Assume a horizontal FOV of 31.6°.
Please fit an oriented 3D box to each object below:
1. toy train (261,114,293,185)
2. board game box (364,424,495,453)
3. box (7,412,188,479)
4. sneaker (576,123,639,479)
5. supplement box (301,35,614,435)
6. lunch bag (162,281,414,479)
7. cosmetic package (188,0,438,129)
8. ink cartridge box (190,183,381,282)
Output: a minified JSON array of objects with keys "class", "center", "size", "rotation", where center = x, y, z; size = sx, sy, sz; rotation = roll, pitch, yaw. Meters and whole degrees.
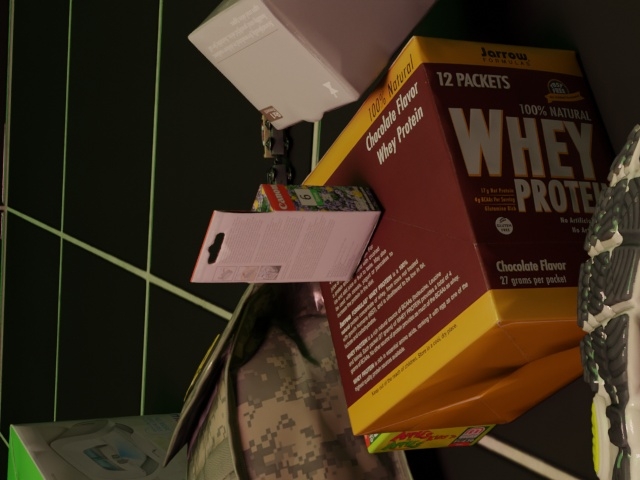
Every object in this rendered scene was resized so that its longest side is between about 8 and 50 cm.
[{"class":"toy train","center":[-0.047,-0.109,1.157],"size":[0.036,0.027,0.158],"rotation":[147,120,-71]},{"class":"board game box","center":[0.061,0.067,0.862],"size":[0.043,0.092,0.181],"rotation":[-56,42,47]},{"class":"box","center":[-0.197,0.292,1.219],"size":[0.262,0.231,0.127],"rotation":[25,112,62]},{"class":"sneaker","center":[0.195,0.071,0.583],"size":[0.107,0.110,0.275],"rotation":[-115,20,-89]},{"class":"supplement box","center":[0.096,0.003,0.752],"size":[0.191,0.129,0.194],"rotation":[-50,47,52]},{"class":"lunch bag","center":[-0.038,0.177,0.965],"size":[0.235,0.169,0.287],"rotation":[118,144,-54]},{"class":"cosmetic package","center":[0.031,-0.197,0.782],"size":[0.238,0.107,0.127],"rotation":[-50,17,-23]},{"class":"ink cartridge box","center":[-0.025,-0.004,0.717],"size":[0.029,0.115,0.063],"rotation":[64,143,41]}]
